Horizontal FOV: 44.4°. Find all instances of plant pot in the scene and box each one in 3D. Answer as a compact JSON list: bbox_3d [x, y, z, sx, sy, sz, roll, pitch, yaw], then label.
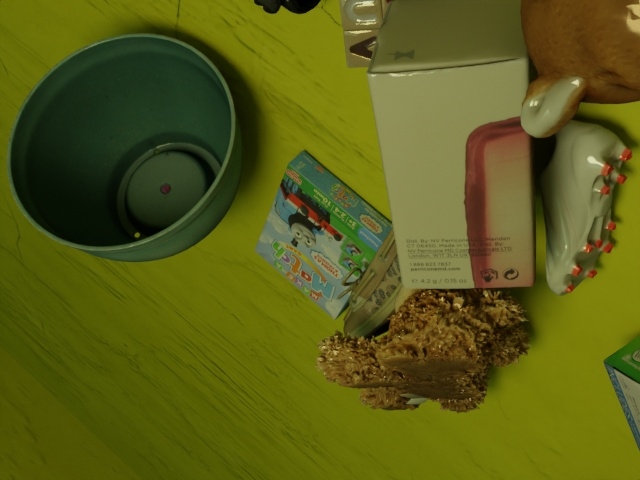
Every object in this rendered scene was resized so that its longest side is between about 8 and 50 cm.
[{"bbox_3d":[-0.229,-0.096,1.041,0.293,0.293,0.196,34,170,19],"label":"plant pot"}]

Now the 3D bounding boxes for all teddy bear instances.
[{"bbox_3d":[0.125,0.124,0.909,0.245,0.113,0.338,-8,155,18],"label":"teddy bear"}]

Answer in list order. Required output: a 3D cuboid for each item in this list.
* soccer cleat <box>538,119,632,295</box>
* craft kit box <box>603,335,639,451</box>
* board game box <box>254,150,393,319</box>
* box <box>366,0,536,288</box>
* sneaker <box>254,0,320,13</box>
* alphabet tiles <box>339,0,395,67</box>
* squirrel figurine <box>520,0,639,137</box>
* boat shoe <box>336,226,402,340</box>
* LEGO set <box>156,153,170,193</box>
[{"bbox_3d":[0.244,-0.031,0.760,0.076,0.068,0.196,40,146,37],"label":"soccer cleat"},{"bbox_3d":[0.405,0.241,0.750,0.250,0.061,0.246,60,174,-26],"label":"craft kit box"},{"bbox_3d":[0.000,0.000,1.064,0.160,0.039,0.211,40,145,10],"label":"board game box"},{"bbox_3d":[0.129,-0.088,0.712,0.126,0.149,0.232,-1,129,15],"label":"box"},{"bbox_3d":[-0.067,-0.289,0.801,0.276,0.097,0.135,2,123,44],"label":"sneaker"},{"bbox_3d":[0.068,-0.262,0.687,0.198,0.009,0.237,1,129,13],"label":"alphabet tiles"},{"bbox_3d":[0.279,-0.112,0.432,0.397,0.281,0.370,48,164,-14],"label":"squirrel figurine"},{"bbox_3d":[0.097,0.038,0.956,0.089,0.104,0.285,55,139,17],"label":"boat shoe"},{"bbox_3d":[-0.336,-0.111,1.272,0.227,0.087,0.093,30,141,26],"label":"LEGO set"}]
